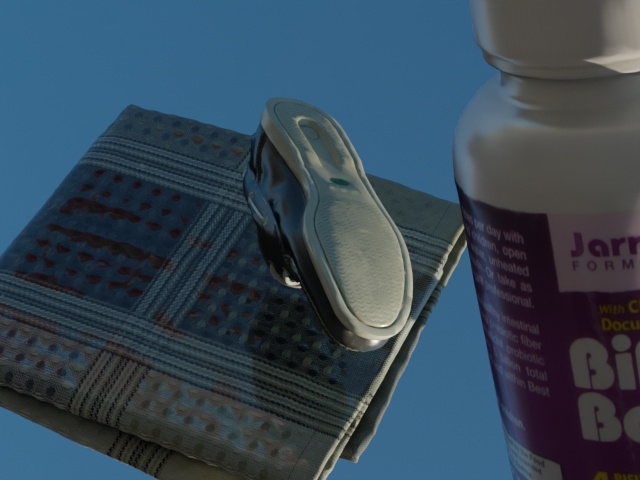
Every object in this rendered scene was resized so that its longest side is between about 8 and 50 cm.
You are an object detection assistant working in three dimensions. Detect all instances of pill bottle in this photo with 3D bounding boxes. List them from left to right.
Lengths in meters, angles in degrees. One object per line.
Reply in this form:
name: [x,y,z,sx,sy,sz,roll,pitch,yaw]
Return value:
pill bottle: [0.155,0.002,0.918,0.169,0.169,0.301,3,-63,35]

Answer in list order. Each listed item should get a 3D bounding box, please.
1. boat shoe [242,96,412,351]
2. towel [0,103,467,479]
boat shoe: [0.000,0.000,1.318,0.079,0.084,0.233,-57,-145,28]
towel: [-0.081,0.044,1.450,0.324,0.312,0.056,18,-41,19]
